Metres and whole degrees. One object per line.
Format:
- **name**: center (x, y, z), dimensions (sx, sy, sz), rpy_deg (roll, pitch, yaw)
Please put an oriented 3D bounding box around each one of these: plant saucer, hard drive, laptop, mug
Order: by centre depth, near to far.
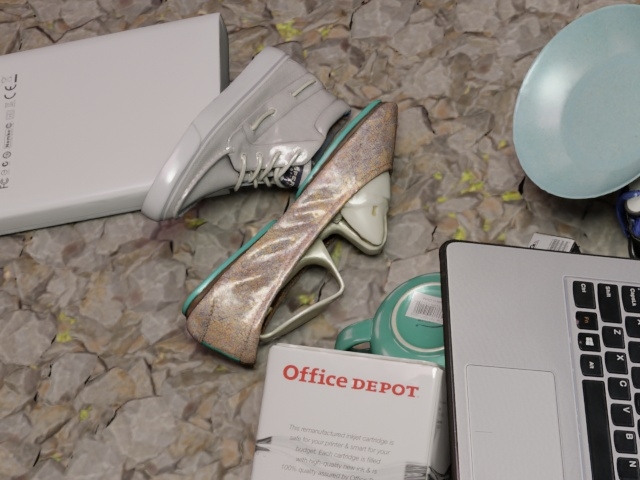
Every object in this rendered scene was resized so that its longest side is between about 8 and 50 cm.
- **laptop**: center (0.326, 0.139, 1.206), dimensions (0.407, 0.236, 0.382), rpy_deg (6, 61, -12)
- **mug**: center (0.099, 0.101, 1.460), dimensions (0.157, 0.097, 0.129), rpy_deg (-28, 54, -4)
- **plant saucer**: center (0.268, -0.124, 1.466), dimensions (0.195, 0.037, 0.195), rpy_deg (-20, 59, 37)
- **hard drive**: center (-0.274, -0.124, 1.748), dimensions (0.353, 0.047, 0.233), rpy_deg (-10, 55, 10)

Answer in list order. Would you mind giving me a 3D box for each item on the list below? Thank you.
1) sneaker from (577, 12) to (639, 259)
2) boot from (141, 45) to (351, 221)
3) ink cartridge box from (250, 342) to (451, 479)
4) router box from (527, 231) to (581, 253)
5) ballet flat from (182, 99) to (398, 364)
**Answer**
- **sneaker**: center (0.320, -0.082, 1.501), dimensions (0.315, 0.127, 0.182), rpy_deg (35, 70, 30)
- **boot**: center (-0.066, -0.088, 1.604), dimensions (0.123, 0.095, 0.258), rpy_deg (34, 56, 5)
- **ink cartridge box**: center (0.027, 0.208, 1.364), dimensions (0.160, 0.092, 0.219), rpy_deg (7, 83, 20)
- **router box**: center (0.193, 0.103, 1.407), dimensions (0.046, 0.133, 0.179), rpy_deg (12, 60, 36)
- **ballet flat**: center (0.000, 0.000, 1.569), dimensions (0.106, 0.107, 0.316), rpy_deg (40, 79, 12)
